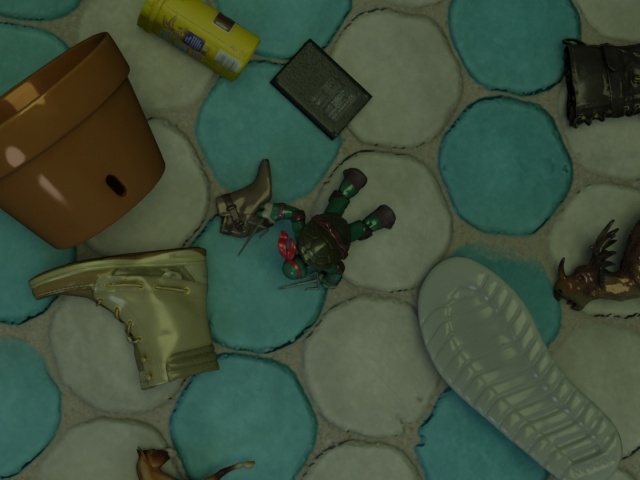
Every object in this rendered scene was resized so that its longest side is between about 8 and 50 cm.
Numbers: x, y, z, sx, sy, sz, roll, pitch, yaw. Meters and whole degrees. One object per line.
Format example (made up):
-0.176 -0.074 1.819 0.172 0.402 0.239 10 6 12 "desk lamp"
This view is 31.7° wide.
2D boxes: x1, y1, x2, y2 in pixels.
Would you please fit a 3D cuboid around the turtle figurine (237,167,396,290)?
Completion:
0.000 0.000 1.706 0.234 0.118 0.175 -39 114 -24 "turtle figurine"

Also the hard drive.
0.001 -0.236 1.765 0.135 0.022 0.094 43 81 -6 "hard drive"

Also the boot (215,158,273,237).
-0.117 -0.064 1.727 0.087 0.042 0.118 -4 88 -8 "boot"

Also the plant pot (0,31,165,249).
-0.354 -0.126 1.582 0.291 0.291 0.203 -40 111 -10 "plant pot"

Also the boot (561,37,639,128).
0.512 -0.217 1.836 0.229 0.091 0.263 -12 86 -5 "boot"

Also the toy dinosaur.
0.528 0.010 1.806 0.200 0.127 0.295 38 76 0 "toy dinosaur"

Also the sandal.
0.298 0.212 1.764 0.169 0.102 0.416 -37 84 5 "sandal"

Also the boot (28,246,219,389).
-0.286 0.122 1.663 0.262 0.095 0.203 -8 90 -15 "boot"

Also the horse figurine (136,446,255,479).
-0.180 0.434 1.681 0.174 0.066 0.263 -2 85 -16 "horse figurine"

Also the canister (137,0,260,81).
-0.181 -0.313 1.685 0.170 0.126 0.073 31 82 -10 "canister"
